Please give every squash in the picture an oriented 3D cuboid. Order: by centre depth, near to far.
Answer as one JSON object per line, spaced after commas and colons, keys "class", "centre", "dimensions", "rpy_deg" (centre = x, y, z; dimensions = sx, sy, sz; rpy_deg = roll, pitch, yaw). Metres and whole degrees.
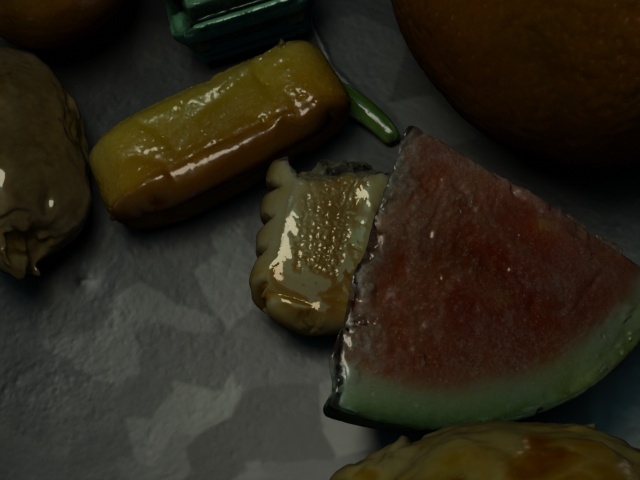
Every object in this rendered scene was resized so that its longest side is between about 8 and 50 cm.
{"class": "squash", "centre": [0.040, -0.121, 1.259], "dimensions": [0.089, 0.027, 0.027], "rpy_deg": [37, 77, 17]}

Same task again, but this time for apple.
{"class": "apple", "centre": [-0.263, -0.292, 1.268], "dimensions": [0.173, 0.210, 0.235], "rpy_deg": [-23, 66, -10]}

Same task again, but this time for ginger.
{"class": "ginger", "centre": [-0.289, -0.081, 1.231], "dimensions": [0.152, 0.138, 0.267], "rpy_deg": [-38, 55, 7]}

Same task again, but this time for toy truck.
{"class": "toy truck", "centre": [-0.104, -0.318, 1.285], "dimensions": [0.155, 0.156, 0.279], "rpy_deg": [-17, 67, 0]}

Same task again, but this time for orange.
{"class": "orange", "centre": [0.210, -0.235, 1.122], "dimensions": [0.322, 0.322, 0.357], "rpy_deg": [-35, 63, -7]}

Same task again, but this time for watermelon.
{"class": "watermelon", "centre": [0.120, 0.047, 1.080], "dimensions": [0.310, 0.193, 0.232], "rpy_deg": [-27, 64, -11]}

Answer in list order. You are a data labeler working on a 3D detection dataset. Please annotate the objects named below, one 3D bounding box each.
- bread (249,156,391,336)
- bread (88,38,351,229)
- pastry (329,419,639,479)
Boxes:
{"class": "bread", "centre": [0.000, 0.000, 1.181], "dimensions": [0.119, 0.084, 0.177], "rpy_deg": [13, 70, -1]}
{"class": "bread", "centre": [-0.089, -0.089, 1.222], "dimensions": [0.245, 0.102, 0.094], "rpy_deg": [-27, 70, -5]}
{"class": "pastry", "centre": [0.136, 0.307, 0.894], "dimensions": [0.388, 0.312, 0.389], "rpy_deg": [0, 92, 8]}
